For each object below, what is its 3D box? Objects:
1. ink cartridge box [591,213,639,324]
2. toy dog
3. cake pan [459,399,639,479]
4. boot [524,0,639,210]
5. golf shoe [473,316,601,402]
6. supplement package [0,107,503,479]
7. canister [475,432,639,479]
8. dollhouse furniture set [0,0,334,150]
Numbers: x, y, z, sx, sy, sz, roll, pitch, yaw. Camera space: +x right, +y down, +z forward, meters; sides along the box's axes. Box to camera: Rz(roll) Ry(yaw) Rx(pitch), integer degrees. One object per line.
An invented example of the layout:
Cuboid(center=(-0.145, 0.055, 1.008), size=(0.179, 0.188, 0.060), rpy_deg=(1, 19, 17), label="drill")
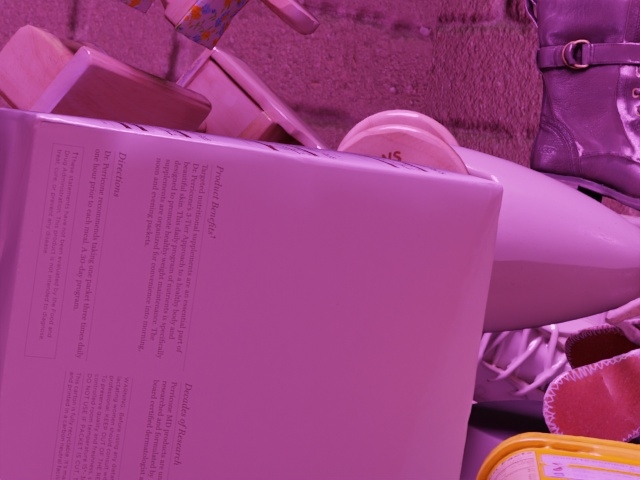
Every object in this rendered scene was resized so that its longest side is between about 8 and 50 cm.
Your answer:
Cuboid(center=(0.224, 0.054, 1.458), size=(0.171, 0.168, 0.233), rpy_deg=(9, 3, 31), label="ink cartridge box")
Cuboid(center=(0.122, 0.050, 0.890), size=(0.334, 0.161, 0.220), rpy_deg=(28, 11, 25), label="toy dog")
Cuboid(center=(0.200, 0.143, 0.912), size=(0.293, 0.054, 0.293), rpy_deg=(8, 3, 0), label="cake pan")
Cuboid(center=(0.310, -0.139, 1.532), size=(0.263, 0.229, 0.091), rpy_deg=(8, -2, 23), label="boot")
Cuboid(center=(0.148, 0.075, 1.077), size=(0.140, 0.115, 0.306), rpy_deg=(30, 2, 43), label="golf shoe")
Cuboid(center=(-0.051, 0.049, 0.721), size=(0.203, 0.194, 0.149), rpy_deg=(7, 4, -18), label="supplement package")
Cuboid(center=(0.127, 0.138, 0.682), size=(0.126, 0.073, 0.170), rpy_deg=(8, 5, 6), label="canister")
Cuboid(center=(-0.121, -0.061, 1.397), size=(0.256, 0.362, 0.394), rpy_deg=(45, 11, 19), label="dollhouse furniture set")
